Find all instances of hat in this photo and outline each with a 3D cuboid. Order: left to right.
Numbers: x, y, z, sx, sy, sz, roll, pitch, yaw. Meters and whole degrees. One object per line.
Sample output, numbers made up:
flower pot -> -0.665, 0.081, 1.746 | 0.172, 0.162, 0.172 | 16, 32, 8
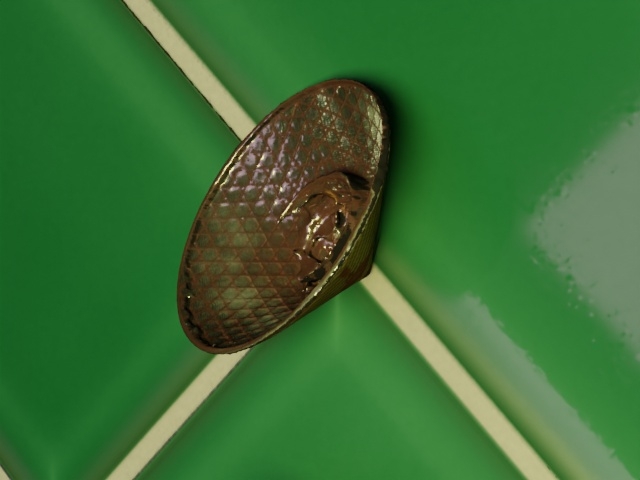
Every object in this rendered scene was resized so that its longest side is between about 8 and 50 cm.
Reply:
hat -> 0.000, 0.000, 1.030 | 0.193, 0.082, 0.193 | -35, 38, 33
